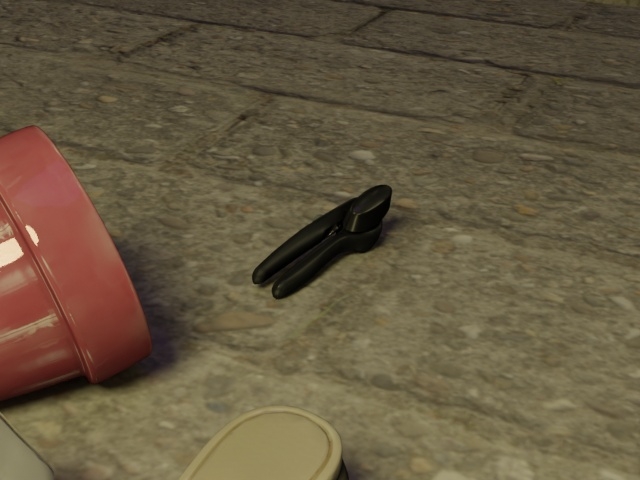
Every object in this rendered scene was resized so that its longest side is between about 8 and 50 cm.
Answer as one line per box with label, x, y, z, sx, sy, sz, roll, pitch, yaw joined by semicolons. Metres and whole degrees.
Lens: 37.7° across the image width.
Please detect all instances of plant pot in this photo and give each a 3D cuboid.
plant pot;-0.252;0.039;0.703;0.180;0.201;0.201;-28;36;-20

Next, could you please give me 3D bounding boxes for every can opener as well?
can opener;0.000;0.000;0.936;0.059;0.073;0.186;30;46;31

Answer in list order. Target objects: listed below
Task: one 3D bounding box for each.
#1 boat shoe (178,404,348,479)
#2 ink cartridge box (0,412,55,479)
boat shoe;-0.090;0.214;0.477;0.112;0.095;0.335;16;34;32
ink cartridge box;-0.230;0.165;0.498;0.150;0.063;0.109;-28;22;12
